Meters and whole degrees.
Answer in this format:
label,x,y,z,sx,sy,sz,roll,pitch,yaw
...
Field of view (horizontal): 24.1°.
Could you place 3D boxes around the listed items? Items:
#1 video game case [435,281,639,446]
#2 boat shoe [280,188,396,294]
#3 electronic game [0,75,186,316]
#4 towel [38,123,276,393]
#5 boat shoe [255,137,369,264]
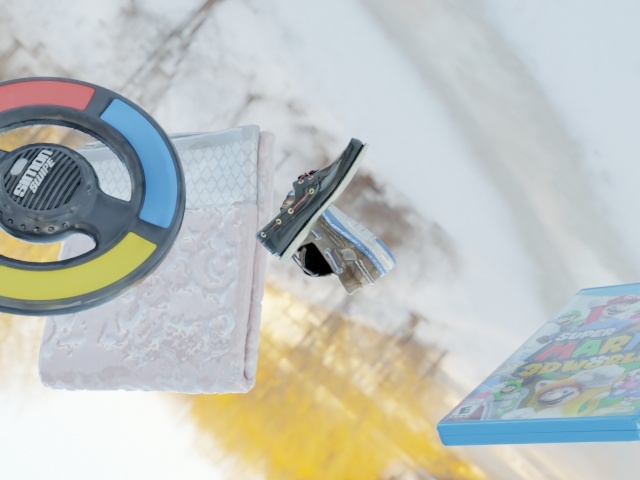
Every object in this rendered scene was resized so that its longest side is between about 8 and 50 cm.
label,x,y,z,sx,sy,sz,roll,pitch,yaw
video game case,0.151,0.060,0.787,0.119,0.166,0.015,-9,107,41
boat shoe,0.000,0.000,1.528,0.066,0.066,0.183,54,168,-33
electronic game,-0.222,-0.040,1.204,0.229,0.229,0.048,40,151,18
towel,-0.201,0.025,1.805,0.331,0.317,0.053,-3,166,38
boat shoe,-0.007,-0.040,1.326,0.042,0.133,0.049,40,-164,1
